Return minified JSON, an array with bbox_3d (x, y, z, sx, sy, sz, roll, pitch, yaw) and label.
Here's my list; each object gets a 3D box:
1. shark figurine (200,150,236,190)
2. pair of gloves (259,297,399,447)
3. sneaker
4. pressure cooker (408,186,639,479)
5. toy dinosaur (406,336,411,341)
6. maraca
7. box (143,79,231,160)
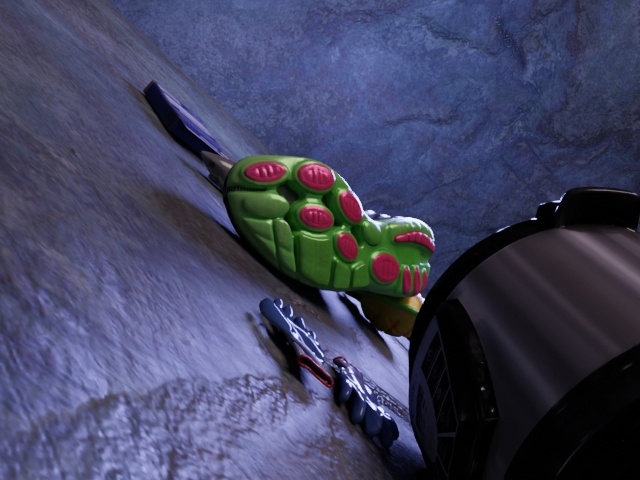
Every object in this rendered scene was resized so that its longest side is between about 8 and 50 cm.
[{"bbox_3d":[-0.084,-0.088,1.369,0.166,0.116,0.278,48,8,19],"label":"shark figurine"},{"bbox_3d":[0.008,0.138,0.829,0.198,0.023,0.159,44,4,-20],"label":"pair of gloves"},{"bbox_3d":[0.000,0.000,1.236,0.202,0.185,0.483,2,-15,37],"label":"sneaker"},{"bbox_3d":[0.293,0.177,0.837,0.375,0.370,0.420,46,8,-23],"label":"pressure cooker"},{"bbox_3d":[0.250,0.256,1.551,0.118,0.064,0.268,27,19,-51],"label":"toy dinosaur"},{"bbox_3d":[0.120,0.119,1.424,0.186,0.099,0.127,20,-16,24],"label":"maraca"},{"bbox_3d":[-0.248,-0.210,1.438,0.136,0.036,0.225,40,6,-41],"label":"box"}]
